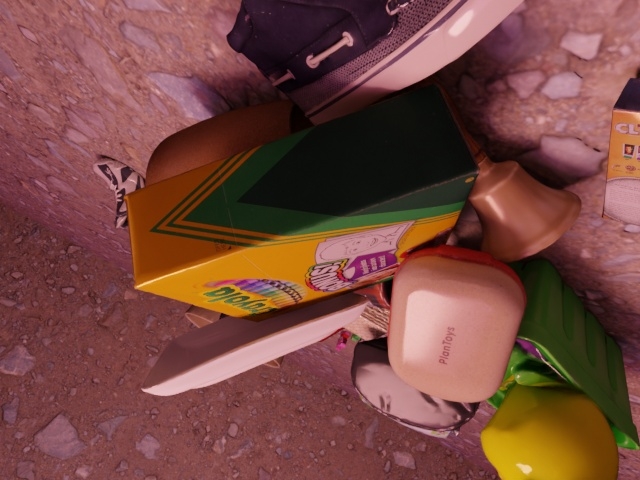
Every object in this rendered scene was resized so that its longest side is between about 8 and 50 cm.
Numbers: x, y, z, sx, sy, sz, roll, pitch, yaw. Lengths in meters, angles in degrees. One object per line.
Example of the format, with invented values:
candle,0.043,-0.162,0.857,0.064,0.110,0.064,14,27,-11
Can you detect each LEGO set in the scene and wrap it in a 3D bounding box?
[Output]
LEGO set,0.132,0.359,1.395,0.087,0.093,0.227,34,155,-11

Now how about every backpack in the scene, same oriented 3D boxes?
backpack,0.250,0.354,1.059,0.290,0.273,0.355,15,-171,21

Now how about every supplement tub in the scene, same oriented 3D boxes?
supplement tub,0.090,0.089,0.908,0.198,0.106,0.106,-1,142,48

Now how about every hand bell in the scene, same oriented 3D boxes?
hand bell,0.175,-0.103,0.486,0.242,0.126,0.126,48,152,-12

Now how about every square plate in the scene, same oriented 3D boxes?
square plate,-0.113,0.164,0.755,0.347,0.344,0.049,172,79,-77

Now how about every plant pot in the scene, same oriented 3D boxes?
plant pot,-0.091,-0.105,0.632,0.254,0.237,0.237,-19,129,40

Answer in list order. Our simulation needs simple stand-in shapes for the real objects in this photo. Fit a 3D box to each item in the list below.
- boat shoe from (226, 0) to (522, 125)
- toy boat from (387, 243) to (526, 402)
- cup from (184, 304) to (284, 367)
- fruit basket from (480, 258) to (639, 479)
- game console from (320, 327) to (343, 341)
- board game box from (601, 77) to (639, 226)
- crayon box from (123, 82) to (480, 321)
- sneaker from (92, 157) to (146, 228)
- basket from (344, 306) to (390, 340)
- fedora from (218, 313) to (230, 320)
boat shoe,0.031,-0.216,0.358,0.158,0.127,0.340,33,156,-22
toy boat,0.175,0.096,0.555,0.151,0.151,0.231,12,123,19
cup,-0.219,0.216,1.323,0.331,0.237,0.331,23,154,12
fruit basket,0.329,0.260,0.673,0.392,0.392,0.283,41,153,-23
game console,0.014,0.222,1.179,0.124,0.144,0.085,50,150,27
board game box,0.381,-0.048,0.345,0.243,0.042,0.165,24,161,40
crayon box,0.000,0.000,0.536,0.313,0.106,0.363,-20,162,4
sneaker,-0.545,-0.112,1.143,0.235,0.153,0.094,34,153,-11
basket,0.122,0.175,1.040,0.113,0.103,0.167,30,156,0
fedora,-0.129,0.101,1.038,0.152,0.334,0.334,54,168,29
